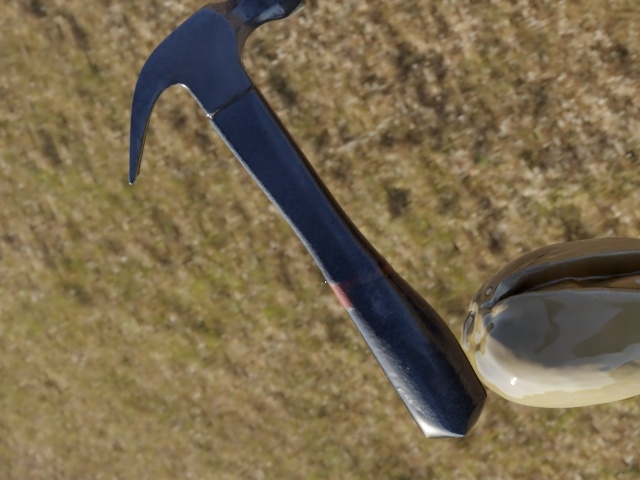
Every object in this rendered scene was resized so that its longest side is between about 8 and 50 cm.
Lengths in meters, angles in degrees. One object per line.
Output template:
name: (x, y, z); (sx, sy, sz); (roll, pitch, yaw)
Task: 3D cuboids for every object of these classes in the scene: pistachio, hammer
pistachio: (0.216, 0.065, 1.013); (0.215, 0.144, 0.144); (-6, 111, 16)
hammer: (0.000, 0.000, 0.730); (0.290, 0.137, 0.037); (56, -177, -11)
